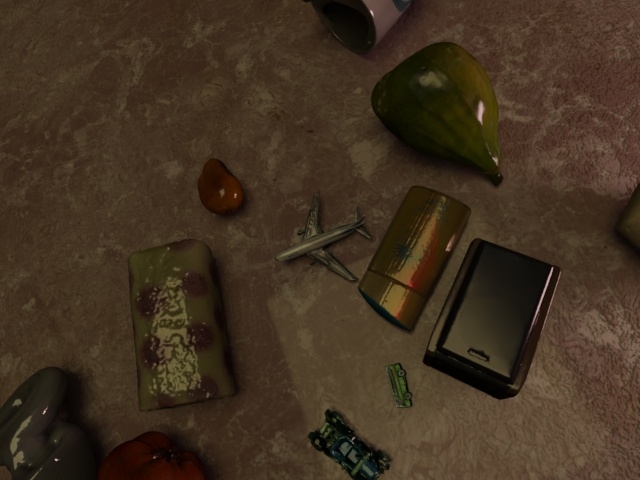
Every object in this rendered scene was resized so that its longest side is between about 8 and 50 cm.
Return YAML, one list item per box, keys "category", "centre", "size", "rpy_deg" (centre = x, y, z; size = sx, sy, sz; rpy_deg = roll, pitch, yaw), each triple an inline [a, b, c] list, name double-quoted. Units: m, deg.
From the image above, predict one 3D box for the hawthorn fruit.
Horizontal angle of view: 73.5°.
- category: "hawthorn fruit"
  centre: [-0.335, 0.508, 0.809]
  size: [0.207, 0.207, 0.243]
  rpy_deg: [20, 83, 19]

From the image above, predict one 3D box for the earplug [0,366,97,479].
- category: "earplug"
  centre: [-0.598, 0.427, 0.917]
  size: [0.214, 0.175, 0.325]
  rpy_deg: [-43, 59, 3]

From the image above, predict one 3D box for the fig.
- category: "fig"
  centre: [0.270, -0.275, 0.922]
  size: [0.314, 0.233, 0.233]
  rpy_deg: [31, 80, -23]

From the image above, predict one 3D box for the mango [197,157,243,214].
- category: "mango"
  centre: [-0.243, -0.125, 1.039]
  size: [0.105, 0.084, 0.159]
  rpy_deg: [-44, 47, 15]

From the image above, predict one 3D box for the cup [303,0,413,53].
- category: "cup"
  centre: [0.101, -0.626, 1.051]
  size: [0.258, 0.219, 0.289]
  rpy_deg: [-49, 37, -5]

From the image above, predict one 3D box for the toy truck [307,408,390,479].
- category: "toy truck"
  centre: [0.049, 0.396, 0.803]
  size: [0.154, 0.078, 0.080]
  rpy_deg: [35, 83, 21]

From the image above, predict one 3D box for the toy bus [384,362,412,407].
- category: "toy bus"
  centre: [0.154, 0.284, 0.837]
  size: [0.037, 0.031, 0.083]
  rpy_deg: [-19, 69, 14]

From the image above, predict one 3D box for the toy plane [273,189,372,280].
- category: "toy plane"
  centre: [0.002, 0.000, 0.949]
  size: [0.226, 0.058, 0.226]
  rpy_deg: [-26, 73, 9]

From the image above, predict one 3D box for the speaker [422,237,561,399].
- category: "speaker"
  centre: [0.298, 0.139, 0.765]
  size: [0.153, 0.192, 0.231]
  rpy_deg: [22, 75, 20]

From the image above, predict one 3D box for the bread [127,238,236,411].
- category: "bread"
  centre: [-0.302, 0.178, 0.916]
  size: [0.187, 0.155, 0.338]
  rpy_deg: [-15, 70, 4]

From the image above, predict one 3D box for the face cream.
- category: "face cream"
  centre: [0.188, 0.031, 0.887]
  size: [0.139, 0.067, 0.285]
  rpy_deg: [25, 81, 22]

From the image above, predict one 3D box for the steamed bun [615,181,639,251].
- category: "steamed bun"
  centre: [0.656, -0.042, 0.739]
  size: [0.170, 0.200, 0.225]
  rpy_deg: [-21, 60, -36]
